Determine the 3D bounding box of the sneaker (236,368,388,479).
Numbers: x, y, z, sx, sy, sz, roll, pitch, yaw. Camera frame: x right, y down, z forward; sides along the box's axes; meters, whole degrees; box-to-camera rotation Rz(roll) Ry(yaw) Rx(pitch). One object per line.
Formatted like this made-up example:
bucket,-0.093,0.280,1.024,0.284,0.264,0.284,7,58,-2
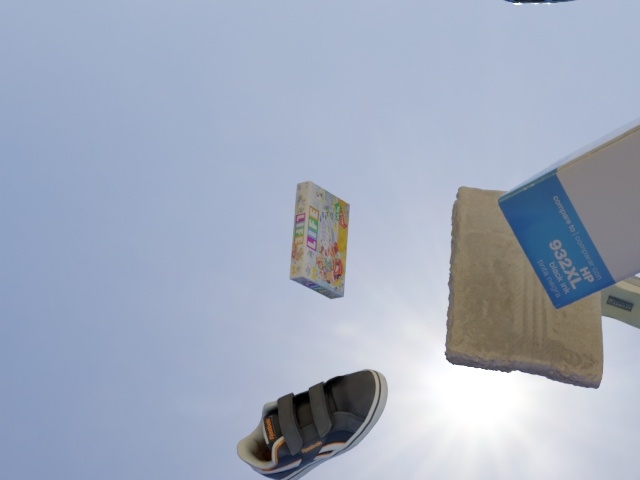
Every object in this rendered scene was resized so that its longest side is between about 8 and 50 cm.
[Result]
sneaker,-0.021,0.332,2.055,0.127,0.321,0.126,26,-146,-35

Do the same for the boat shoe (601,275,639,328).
boat shoe,0.457,0.079,1.818,0.227,0.079,0.081,24,-160,12

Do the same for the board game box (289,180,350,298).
board game box,0.000,0.000,1.719,0.026,0.103,0.154,-12,-116,36

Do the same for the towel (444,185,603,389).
towel,0.247,0.051,1.393,0.187,0.049,0.282,9,-132,2

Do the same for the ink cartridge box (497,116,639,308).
ink cartridge box,0.361,-0.073,1.110,0.307,0.129,0.223,-29,179,33

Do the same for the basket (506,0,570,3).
basket,0.272,-0.349,1.162,0.254,0.201,0.289,-12,-166,11
